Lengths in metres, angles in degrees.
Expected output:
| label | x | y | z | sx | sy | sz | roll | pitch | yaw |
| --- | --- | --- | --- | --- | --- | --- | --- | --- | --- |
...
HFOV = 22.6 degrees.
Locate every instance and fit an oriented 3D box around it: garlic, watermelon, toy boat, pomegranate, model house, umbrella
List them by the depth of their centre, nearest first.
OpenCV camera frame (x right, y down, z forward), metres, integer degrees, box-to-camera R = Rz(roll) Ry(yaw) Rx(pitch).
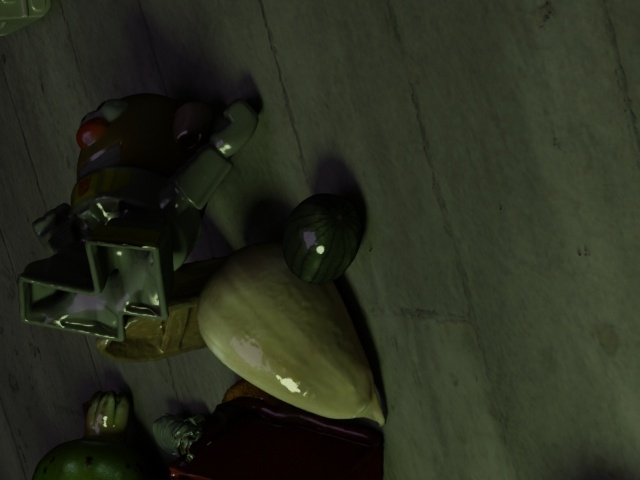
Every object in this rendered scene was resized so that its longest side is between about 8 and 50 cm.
| label | x | y | z | sx | sy | sz | roll | pitch | yaw |
| --- | --- | --- | --- | --- | --- | --- | --- | --- | --- |
| watermelon | 0.000 | 0.000 | 1.591 | 0.078 | 0.078 | 0.111 | 55 | 147 | 24 |
| garlic | -0.033 | 0.097 | 1.684 | 0.245 | 0.145 | 0.164 | 43 | 174 | 37 |
| model house | -0.044 | 0.325 | 1.730 | 0.196 | 0.160 | 0.254 | 11 | 117 | 27 |
| toy boat | -0.174 | 0.082 | 1.830 | 0.061 | 0.188 | 0.116 | 65 | 152 | 27 |
| umbrella | -0.170 | 0.255 | 2.069 | 0.143 | 0.062 | 0.067 | -2 | 76 | 61 |
| toy boat | -0.457 | -0.327 | 2.107 | 0.269 | 0.141 | 0.141 | 22 | 126 | 56 |
| pomegranate | -0.310 | 0.333 | 2.249 | 0.202 | 0.202 | 0.248 | -10 | 69 | 61 |

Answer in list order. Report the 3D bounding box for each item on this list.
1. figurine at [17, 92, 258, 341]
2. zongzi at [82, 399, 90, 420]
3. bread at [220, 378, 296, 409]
| label | x | y | z | sx | sy | sz | roll | pitch | yaw |
| --- | --- | --- | --- | --- | --- | --- | --- | --- | --- |
| figurine | -0.207 | -0.043 | 1.753 | 0.342 | 0.285 | 0.167 | -6 | 134 | 25 |
| zongzi | -0.319 | 0.280 | 2.366 | 0.076 | 0.040 | 0.083 | 50 | 164 | 43 |
| bread | -0.061 | 0.248 | 1.869 | 0.193 | 0.064 | 0.193 | 32 | 131 | 47 |
